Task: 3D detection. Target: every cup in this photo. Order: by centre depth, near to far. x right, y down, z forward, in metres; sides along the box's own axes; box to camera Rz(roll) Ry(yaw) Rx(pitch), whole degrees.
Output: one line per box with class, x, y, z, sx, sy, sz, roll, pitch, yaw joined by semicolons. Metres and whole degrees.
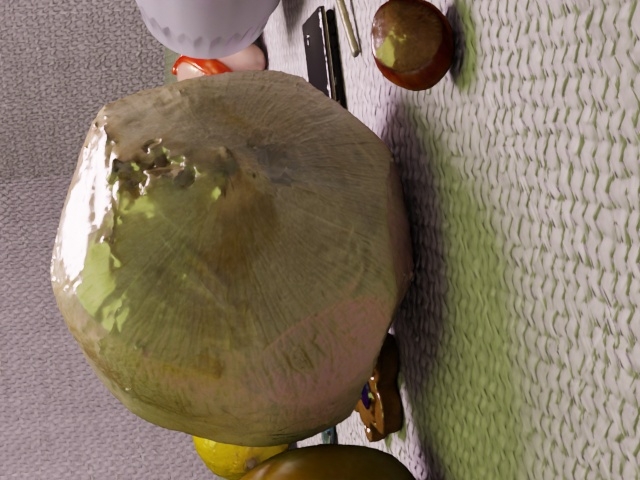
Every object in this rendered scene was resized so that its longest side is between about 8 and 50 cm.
cup;-0.156;-0.423;1.774;0.371;0.253;0.253;112;150;-70

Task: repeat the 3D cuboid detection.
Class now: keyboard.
keyboard;0.015;-0.134;1.641;0.106;0.027;0.317;153;111;-74

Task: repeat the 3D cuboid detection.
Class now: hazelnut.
hazelnut;0.086;-0.176;1.158;0.086;0.086;0.086;174;90;-79

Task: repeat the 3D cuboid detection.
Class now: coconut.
coconut;-0.091;0.004;1.348;0.404;0.404;0.405;174;90;-79

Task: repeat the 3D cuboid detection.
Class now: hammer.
hammer;0.009;-0.302;1.530;0.028;0.060;0.195;110;148;-64

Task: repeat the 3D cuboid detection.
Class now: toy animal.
toy animal;-0.171;-0.309;2.179;0.171;0.171;0.198;119;151;-71

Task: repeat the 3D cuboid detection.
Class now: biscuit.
biscuit;0.053;0.155;1.576;0.236;0.039;0.180;-148;52;-78

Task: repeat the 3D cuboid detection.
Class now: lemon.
lemon;-0.137;0.336;2.274;0.193;0.180;0.181;-10;-85;-79

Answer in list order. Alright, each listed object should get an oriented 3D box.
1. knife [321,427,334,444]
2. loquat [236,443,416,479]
knife;-0.007;0.181;1.908;0.044;0.026;0.296;81;180;-77
loquat;0.003;0.352;1.343;0.276;0.284;0.276;35;141;35
